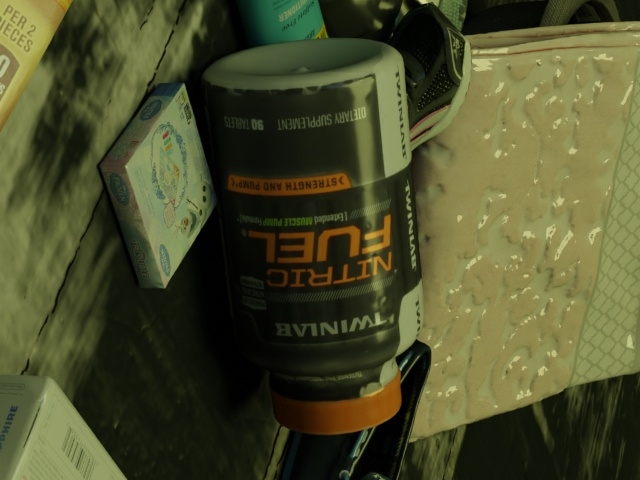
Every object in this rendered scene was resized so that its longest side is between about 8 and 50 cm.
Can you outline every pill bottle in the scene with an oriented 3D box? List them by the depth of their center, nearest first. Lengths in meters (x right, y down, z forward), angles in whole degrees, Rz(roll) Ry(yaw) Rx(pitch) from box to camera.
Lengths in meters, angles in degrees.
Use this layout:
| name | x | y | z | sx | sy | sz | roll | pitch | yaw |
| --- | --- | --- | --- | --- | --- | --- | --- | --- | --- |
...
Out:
| name | x | y | z | sx | sy | sz | roll | pitch | yaw |
| --- | --- | --- | --- | --- | --- | --- | --- | --- | --- |
| pill bottle | 0.000 | 0.000 | 1.193 | 0.130 | 0.130 | 0.245 | -41 | 129 | -61 |

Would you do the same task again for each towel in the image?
| name | x | y | z | sx | sy | sz | roll | pitch | yaw |
| --- | --- | --- | --- | --- | --- | --- | --- | --- | --- |
| towel | 0.178 | -0.010 | 1.468 | 0.317 | 0.053 | 0.331 | -10 | 119 | -39 |

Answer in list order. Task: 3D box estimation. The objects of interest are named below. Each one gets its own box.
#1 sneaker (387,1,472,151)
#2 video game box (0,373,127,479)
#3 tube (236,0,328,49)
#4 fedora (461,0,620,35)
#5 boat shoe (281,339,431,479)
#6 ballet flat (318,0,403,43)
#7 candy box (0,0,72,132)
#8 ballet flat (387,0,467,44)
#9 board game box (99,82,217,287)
| name | x | y | z | sx | sy | sz | roll | pitch | yaw |
| --- | --- | --- | --- | --- | --- | --- | --- | --- | --- |
| sneaker | 0.041 | -0.084 | 1.296 | 0.077 | 0.072 | 0.178 | -10 | 133 | -58 |
| video game box | -0.147 | 0.202 | 0.957 | 0.205 | 0.048 | 0.187 | 64 | 33 | -48 |
| tube | -0.030 | -0.163 | 1.224 | 0.080 | 0.052 | 0.207 | -42 | 138 | -27 |
| fedora | 0.176 | -0.111 | 1.620 | 0.243 | 0.124 | 0.275 | 59 | 44 | -51 |
| boat shoe | 0.024 | 0.180 | 1.316 | 0.109 | 0.089 | 0.258 | 43 | 52 | -61 |
| ballet flat | 0.038 | -0.270 | 1.327 | 0.096 | 0.095 | 0.280 | 37 | 57 | -49 |
| candy box | -0.172 | -0.145 | 0.668 | 0.183 | 0.087 | 0.316 | 37 | 62 | -27 |
| ballet flat | 0.061 | -0.150 | 1.422 | 0.079 | 0.077 | 0.221 | 46 | 48 | -38 |
| board game box | -0.096 | -0.033 | 1.102 | 0.090 | 0.020 | 0.090 | -63 | 147 | -48 |
